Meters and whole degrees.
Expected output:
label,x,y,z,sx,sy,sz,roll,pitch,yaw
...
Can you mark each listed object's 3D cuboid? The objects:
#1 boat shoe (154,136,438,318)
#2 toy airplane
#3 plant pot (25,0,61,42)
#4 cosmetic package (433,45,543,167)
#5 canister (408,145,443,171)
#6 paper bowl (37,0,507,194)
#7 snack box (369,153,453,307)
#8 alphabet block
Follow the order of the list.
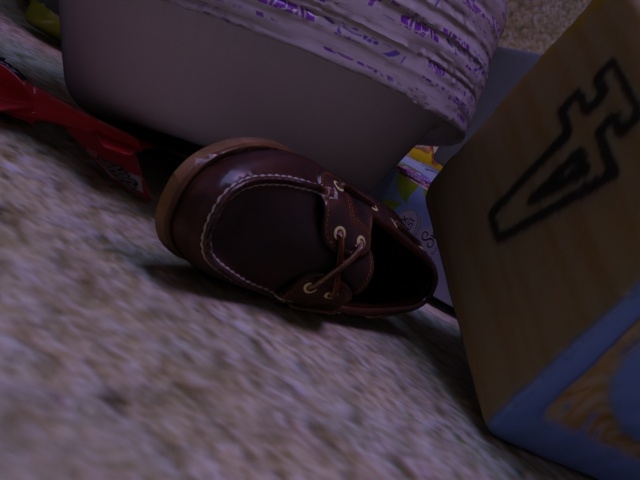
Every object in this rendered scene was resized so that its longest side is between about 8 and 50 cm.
label,x,y,z,sx,sy,sz,roll,pitch,yaw
boat shoe,0.000,0.000,0.600,0.073,0.073,0.207,34,12,27
toy airplane,-0.150,-0.070,0.630,0.151,0.028,0.151,30,10,-6
plant pot,-0.113,-0.237,0.982,0.228,0.227,0.207,27,19,-21
cosmetic package,0.164,-0.077,0.902,0.085,0.117,0.231,30,10,-7
canister,0.075,-0.093,1.203,0.170,0.073,0.126,19,16,-41
paper bowl,-0.042,-0.119,0.717,0.284,0.148,0.284,20,-1,0
snack box,0.118,0.009,0.872,0.207,0.070,0.174,30,10,-8
alphabet block,0.197,0.007,0.643,0.192,0.193,0.197,27,32,-25
